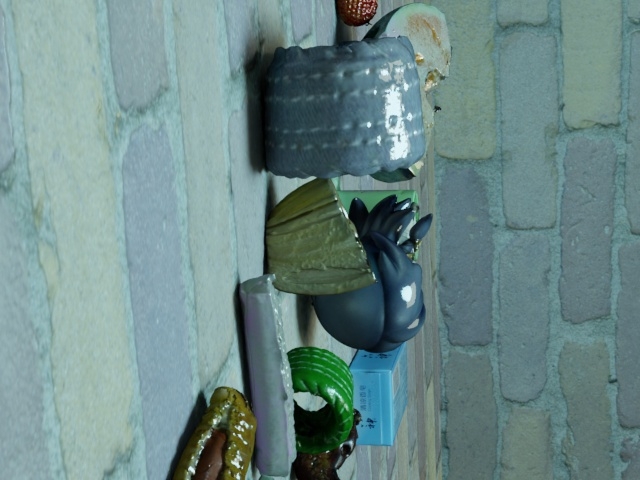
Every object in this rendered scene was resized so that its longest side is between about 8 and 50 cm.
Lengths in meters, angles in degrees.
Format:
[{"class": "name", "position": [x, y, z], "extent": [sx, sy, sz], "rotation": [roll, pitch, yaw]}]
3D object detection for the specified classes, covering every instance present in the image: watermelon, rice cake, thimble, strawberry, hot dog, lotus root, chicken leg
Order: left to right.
[{"class": "hot dog", "position": [-0.112, 0.256, 1.311], "extent": [0.289, 0.068, 0.083], "rotation": [-76, 170, -54]}, {"class": "rice cake", "position": [-0.063, 0.165, 1.597], "extent": [0.049, 0.055, 0.270], "rotation": [-69, 157, -64]}, {"class": "thimble", "position": [-0.014, 0.207, 1.699], "extent": [0.090, 0.118, 0.130], "rotation": [-81, -167, -55]}, {"class": "lotus root", "position": [-0.004, 0.000, 1.712], "extent": [0.095, 0.135, 0.159], "rotation": [50, 28, -75]}, {"class": "chicken leg", "position": [0.017, 0.317, 1.863], "extent": [0.253, 0.106, 0.051], "rotation": [-99, 174, -56]}, {"class": "thimble", "position": [0.031, -0.171, 1.677], "extent": [0.236, 0.205, 0.172], "rotation": [-33, 121, -76]}, {"class": "strawberry", "position": [0.057, -0.394, 2.185], "extent": [0.083, 0.073, 0.073], "rotation": [61, 28, -43]}, {"class": "watermelon", "position": [0.092, -0.256, 2.217], "extent": [0.175, 0.188, 0.322], "rotation": [41, 49, -29]}]

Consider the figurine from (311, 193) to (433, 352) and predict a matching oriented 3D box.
[{"class": "figurine", "position": [0.075, 0.043, 1.958], "extent": [0.265, 0.197, 0.175], "rotation": [-104, -177, -54]}]

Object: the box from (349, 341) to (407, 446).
[{"class": "box", "position": [0.108, 0.268, 2.414], "extent": [0.232, 0.083, 0.142], "rotation": [-55, 143, -74]}]

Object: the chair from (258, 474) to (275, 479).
[{"class": "chair", "position": [0.009, 0.395, 1.612], "extent": [0.274, 0.203, 0.190], "rotation": [84, 23, -53]}]

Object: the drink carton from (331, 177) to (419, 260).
[{"class": "drink carton", "position": [0.087, -0.023, 2.147], "extent": [0.146, 0.142, 0.144], "rotation": [73, 21, -62]}]
